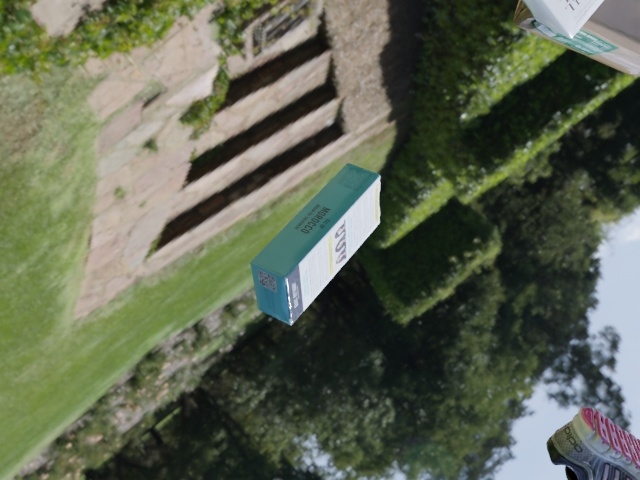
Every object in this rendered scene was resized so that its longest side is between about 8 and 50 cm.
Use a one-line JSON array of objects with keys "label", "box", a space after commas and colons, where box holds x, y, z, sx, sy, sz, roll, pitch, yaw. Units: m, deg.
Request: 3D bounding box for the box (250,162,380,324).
[{"label": "box", "box": [0.000, 0.000, 1.097, 0.244, 0.060, 0.100, -47, 148, -36]}]

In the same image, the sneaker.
[{"label": "sneaker", "box": [0.304, 0.242, 0.821, 0.075, 0.170, 0.063, -38, -150, 27]}]

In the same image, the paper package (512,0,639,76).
[{"label": "paper package", "box": [0.594, -0.520, 1.518, 0.168, 0.325, 0.309, -174, -78, -71]}]

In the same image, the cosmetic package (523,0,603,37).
[{"label": "cosmetic package", "box": [0.410, -0.531, 1.115, 0.284, 0.097, 0.377, 28, 106, -44]}]
